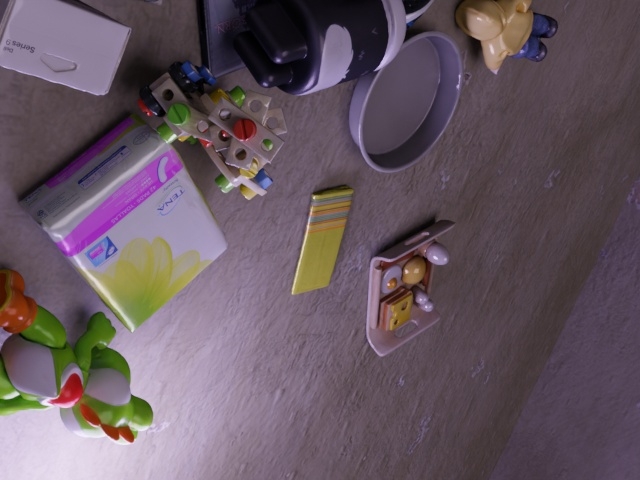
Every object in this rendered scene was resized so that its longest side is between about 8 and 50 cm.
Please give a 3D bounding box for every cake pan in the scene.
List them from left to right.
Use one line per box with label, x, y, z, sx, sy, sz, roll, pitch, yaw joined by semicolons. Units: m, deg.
cake pan;0.165;-0.276;1.704;0.293;0.054;0.293;-29;137;-31

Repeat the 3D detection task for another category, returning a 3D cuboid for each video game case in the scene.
video game case;-0.104;-0.399;1.324;0.196;0.026;0.274;-29;136;-31

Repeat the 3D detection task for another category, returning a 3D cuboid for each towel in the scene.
towel;0.000;0.000;1.769;0.102;0.021;0.237;-11;127;-37

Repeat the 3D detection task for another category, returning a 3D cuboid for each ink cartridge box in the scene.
ink cartridge box;-0.346;-0.256;1.001;0.154;0.212;0.093;9;110;-51

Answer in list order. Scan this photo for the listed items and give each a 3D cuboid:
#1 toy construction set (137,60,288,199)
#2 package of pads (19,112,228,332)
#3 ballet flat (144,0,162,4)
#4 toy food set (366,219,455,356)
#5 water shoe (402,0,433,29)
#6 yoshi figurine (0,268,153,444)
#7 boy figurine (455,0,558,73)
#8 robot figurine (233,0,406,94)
toy construction set;-0.146;-0.159;1.272;0.151;0.215;0.328;-37;-177;-5
package of pads;-0.288;-0.025;1.350;0.229;0.101;0.296;-42;143;-15
ballet flat;-0.219;-0.351;1.221;0.114;0.041;0.041;-30;138;-29
toy food set;0.220;0.114;2.045;0.220;0.092;0.306;-28;136;-33
water shoe;0.123;-0.394;1.568;0.203;0.073;0.080;-41;169;-19
yoshi figurine;-0.415;0.196;1.367;0.362;0.204;0.203;48;39;-40
boy figurine;0.379;-0.431;1.794;0.285;0.092;0.177;-3;121;-47
robot figurine;0.004;-0.326;1.344;0.278;0.209;0.173;-24;113;-34
